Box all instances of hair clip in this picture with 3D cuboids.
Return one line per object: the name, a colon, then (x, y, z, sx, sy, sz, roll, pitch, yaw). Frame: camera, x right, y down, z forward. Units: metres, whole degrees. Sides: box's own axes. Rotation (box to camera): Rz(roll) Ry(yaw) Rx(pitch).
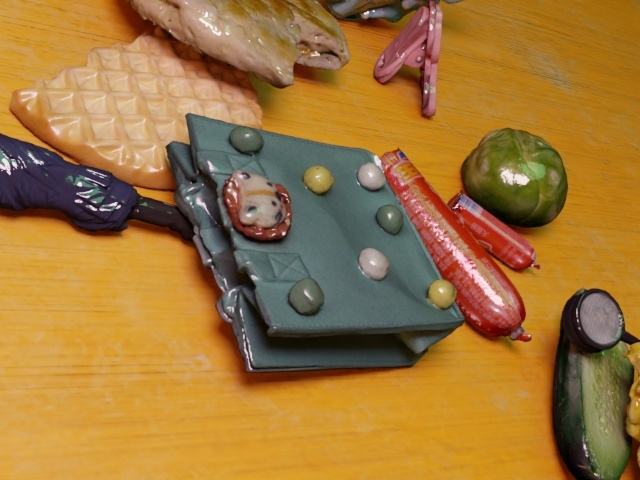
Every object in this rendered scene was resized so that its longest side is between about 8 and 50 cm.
hair clip: (0.156, -0.269, 1.203, 0.102, 0.138, 0.123, 27, 33, -20)

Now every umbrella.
umbrella: (-0.220, -0.043, 0.768, 0.248, 0.071, 0.071, 14, 44, -33)

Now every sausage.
sausage: (0.149, 0.013, 0.969, 0.074, 0.074, 0.274, -19, 65, -45)
sausage: (0.224, -0.006, 1.069, 0.145, 0.050, 0.048, 36, 66, -3)

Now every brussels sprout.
brussels sprout: (0.269, -0.087, 1.122, 0.155, 0.117, 0.155, 14, 54, -20)

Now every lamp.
lamp: (0.407, 0.156, 0.987, 0.371, 0.108, 0.130, 13, 72, -26)

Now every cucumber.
cucumber: (0.295, 0.174, 0.924, 0.115, 0.063, 0.244, 47, 36, -13)

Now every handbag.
handbag: (0.004, -0.003, 0.829, 0.274, 0.100, 0.269, 11, 46, -42)

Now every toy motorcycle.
toy motorcycle: (0.118, -0.383, 1.247, 0.296, 0.198, 0.109, -7, 83, 4)

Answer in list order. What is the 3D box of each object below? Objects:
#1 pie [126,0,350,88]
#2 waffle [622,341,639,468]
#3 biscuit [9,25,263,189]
pie: (-0.116, -0.294, 1.033, 0.337, 0.075, 0.337, 23, 27, -12)
waffle: (0.430, 0.196, 0.912, 0.237, 0.058, 0.243, -21, 100, -28)
biscuit: (-0.166, -0.149, 0.922, 0.204, 0.040, 0.309, 42, 40, 6)
